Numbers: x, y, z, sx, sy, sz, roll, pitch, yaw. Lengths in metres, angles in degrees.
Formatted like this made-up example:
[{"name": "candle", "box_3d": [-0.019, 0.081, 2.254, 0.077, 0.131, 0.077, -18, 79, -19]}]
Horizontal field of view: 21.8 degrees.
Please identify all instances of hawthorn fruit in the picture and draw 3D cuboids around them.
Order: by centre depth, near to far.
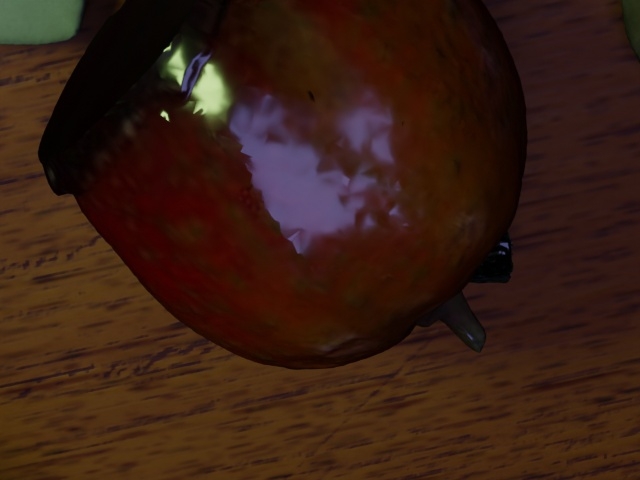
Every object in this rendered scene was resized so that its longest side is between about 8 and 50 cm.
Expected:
[{"name": "hawthorn fruit", "box_3d": [0.003, -0.042, 0.793, 0.215, 0.215, 0.250, -39, 95, 15]}]

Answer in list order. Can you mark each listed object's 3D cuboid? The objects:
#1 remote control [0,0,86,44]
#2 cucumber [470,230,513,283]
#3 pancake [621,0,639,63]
[{"name": "remote control", "box_3d": [-0.151, -0.225, 0.773, 0.123, 0.038, 0.285, 9, 118, -12]}, {"name": "cucumber", "box_3d": [0.000, 0.000, 0.915, 0.214, 0.052, 0.058, -1, 148, -4]}, {"name": "pancake", "box_3d": [0.270, -0.148, 0.864, 0.236, 0.042, 0.222, 28, 115, -20]}]
